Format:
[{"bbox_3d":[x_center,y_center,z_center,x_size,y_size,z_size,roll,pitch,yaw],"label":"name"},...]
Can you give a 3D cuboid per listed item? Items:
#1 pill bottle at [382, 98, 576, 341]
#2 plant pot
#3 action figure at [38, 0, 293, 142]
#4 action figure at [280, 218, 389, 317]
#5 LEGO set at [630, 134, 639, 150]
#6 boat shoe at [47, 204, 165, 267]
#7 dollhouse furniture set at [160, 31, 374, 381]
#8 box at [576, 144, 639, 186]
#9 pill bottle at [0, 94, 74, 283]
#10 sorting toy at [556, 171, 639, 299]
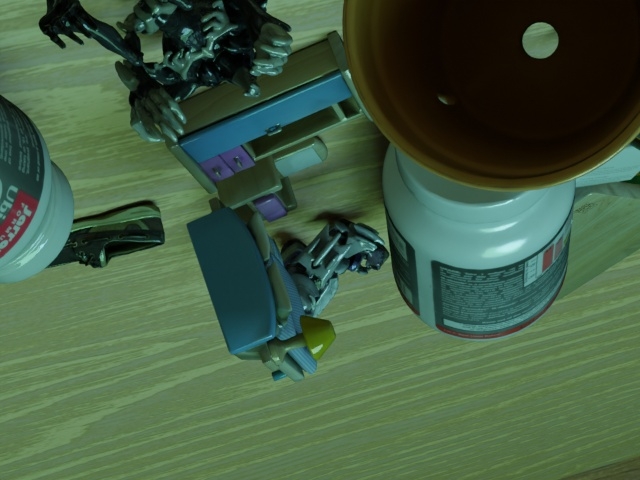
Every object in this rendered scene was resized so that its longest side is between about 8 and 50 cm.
[{"bbox_3d":[0.175,-0.041,1.991,0.210,0.210,0.363,-19,157,-3],"label":"pill bottle"},{"bbox_3d":[0.184,-0.185,1.606,0.291,0.291,0.203,-26,173,13],"label":"plant pot"},{"bbox_3d":[-0.116,-0.164,1.554,0.164,0.141,0.275,-41,151,18],"label":"action figure"},{"bbox_3d":[0.000,0.043,2.054,0.185,0.099,0.285,-41,-176,15],"label":"action figure"},{"bbox_3d":[0.353,-0.207,1.846,0.255,0.192,0.331,-59,167,9],"label":"LEGO set"},{"bbox_3d":[-0.242,0.005,1.956,0.152,0.049,0.056,-20,159,0],"label":"boat shoe"},{"bbox_3d":[0.000,0.000,1.815,0.198,0.303,0.286,-22,158,7],"label":"dollhouse furniture set"},{"bbox_3d":[0.320,-0.127,2.062,0.102,0.101,0.087,-9,155,-30],"label":"box"},{"bbox_3d":[-0.339,-0.064,1.542,0.176,0.176,0.318,-25,158,12],"label":"pill bottle"},{"bbox_3d":[0.308,-0.024,2.309,0.255,0.089,0.257,5,147,-47],"label":"sorting toy"}]
